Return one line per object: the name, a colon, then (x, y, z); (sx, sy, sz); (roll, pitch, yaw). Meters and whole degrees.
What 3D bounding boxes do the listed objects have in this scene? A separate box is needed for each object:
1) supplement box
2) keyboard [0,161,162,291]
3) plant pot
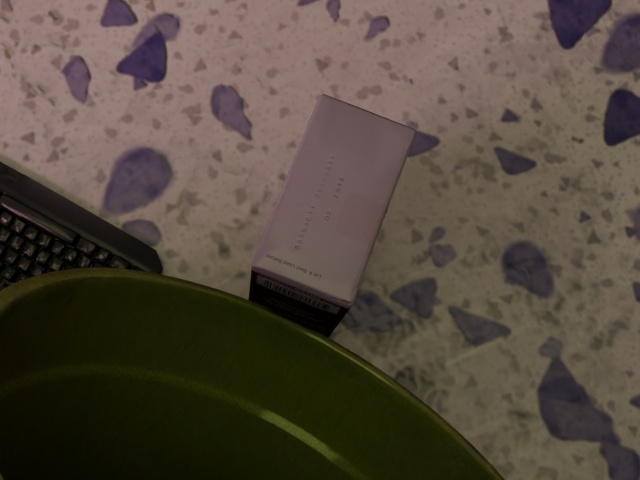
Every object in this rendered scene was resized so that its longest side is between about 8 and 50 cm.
supplement box: (0.000, 0.000, 0.730); (0.073, 0.239, 0.130); (21, 76, 0)
keyboard: (-0.314, 0.021, 0.810); (0.317, 0.033, 0.201); (28, 76, 4)
plant pot: (-0.097, 0.264, 0.577); (0.366, 0.366, 0.353); (30, 107, 3)
